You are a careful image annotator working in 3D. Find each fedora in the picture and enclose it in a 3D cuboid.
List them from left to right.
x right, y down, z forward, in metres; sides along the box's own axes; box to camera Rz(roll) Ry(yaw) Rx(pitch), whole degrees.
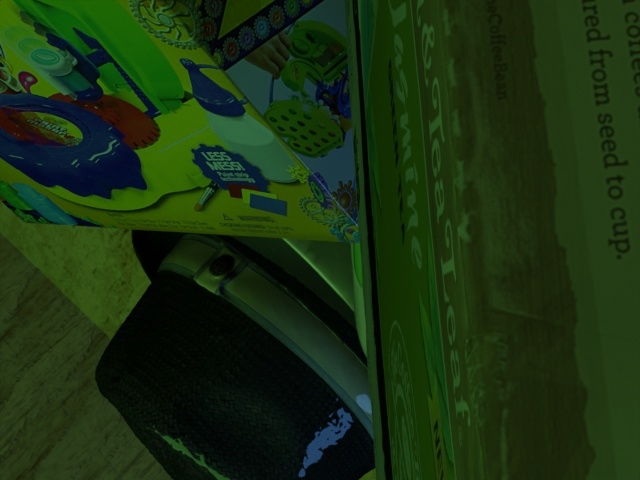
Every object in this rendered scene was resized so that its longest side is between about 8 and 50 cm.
[{"bbox_3d":[-0.066,0.130,1.334,0.334,0.152,0.334,39,163,14],"label":"fedora"}]

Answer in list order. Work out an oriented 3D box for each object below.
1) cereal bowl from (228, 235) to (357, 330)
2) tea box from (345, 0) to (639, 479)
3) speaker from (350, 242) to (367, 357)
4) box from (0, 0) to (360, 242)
[{"bbox_3d":[0.000,0.000,1.372,0.339,0.141,0.339,39,164,14],"label":"cereal bowl"},{"bbox_3d":[0.128,-0.034,0.577,0.323,0.220,0.329,96,171,-67],"label":"tea box"},{"bbox_3d":[0.081,-0.021,1.078,0.131,0.131,0.296,34,148,30],"label":"speaker"},{"bbox_3d":[-0.113,-0.154,0.873,0.290,0.177,0.279,3,145,44],"label":"box"}]
